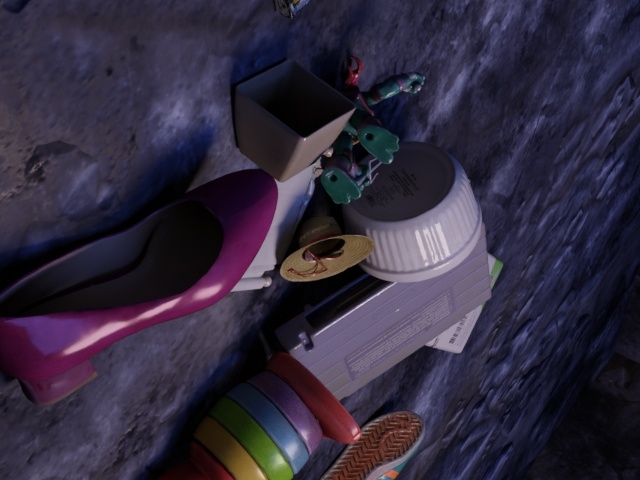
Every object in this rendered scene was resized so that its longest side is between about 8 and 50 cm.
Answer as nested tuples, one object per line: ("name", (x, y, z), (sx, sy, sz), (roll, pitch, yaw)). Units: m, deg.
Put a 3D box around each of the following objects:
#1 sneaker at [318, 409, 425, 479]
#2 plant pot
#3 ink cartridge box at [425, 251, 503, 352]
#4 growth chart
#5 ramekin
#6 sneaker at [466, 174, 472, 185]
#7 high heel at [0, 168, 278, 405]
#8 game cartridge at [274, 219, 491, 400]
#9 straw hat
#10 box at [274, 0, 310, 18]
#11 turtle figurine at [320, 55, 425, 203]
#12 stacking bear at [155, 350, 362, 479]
("sneaker", (0.089, 0.455, 2.047), (0.302, 0.108, 0.121), (-39, 146, -25))
("plant pot", (-0.040, -0.137, 1.273), (0.109, 0.109, 0.096), (-36, 157, -42))
("ink cartridge box", (0.209, 0.085, 1.899), (0.198, 0.114, 0.273), (-64, 154, 1))
("growth chart", (-0.067, -0.033, 1.403), (0.172, 0.021, 0.237), (17, 99, -63))
("ramekin", (0.127, -0.050, 1.540), (0.207, 0.207, 0.109), (-50, 142, -25))
("sneaker", (0.203, -0.089, 1.774), (0.162, 0.073, 0.063), (-33, 141, -45))
("high heel", (-0.182, 0.016, 1.111), (0.377, 0.127, 0.181), (-46, 160, -24))
("game cartridge", (0.106, 0.112, 1.636), (0.355, 0.068, 0.230), (-32, 149, -11))
("straw hat", (0.000, 0.000, 1.482), (0.144, 0.061, 0.144), (-13, 157, -6))
("box", (-0.008, -0.336, 1.222), (0.137, 0.027, 0.094), (-49, 150, -25))
("turtle figurine", (0.055, -0.146, 1.384), (0.234, 0.118, 0.175), (-78, -171, -61))
("stacking bear", (-0.114, 0.308, 1.488), (0.289, 0.164, 0.175), (-41, -172, -19))
